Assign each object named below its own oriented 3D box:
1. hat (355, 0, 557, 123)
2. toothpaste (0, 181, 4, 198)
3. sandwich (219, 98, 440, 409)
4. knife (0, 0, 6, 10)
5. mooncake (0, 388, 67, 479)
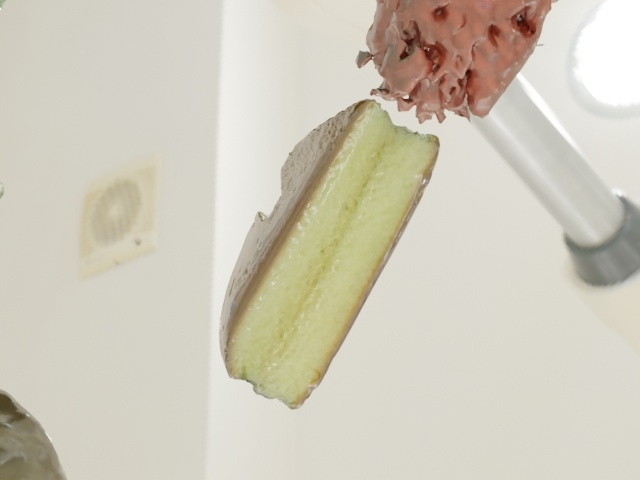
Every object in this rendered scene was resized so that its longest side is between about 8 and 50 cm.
[{"bbox_3d":[0.088,-0.168,0.588,0.237,0.107,0.286,119,-11,-57],"label":"hat"},{"bbox_3d":[-0.415,-0.049,1.522,0.197,0.048,0.029,-12,-109,54],"label":"toothpaste"},{"bbox_3d":[0.000,0.000,0.941,0.244,0.090,0.088,-61,-162,22],"label":"sandwich"},{"bbox_3d":[-0.446,-0.314,1.713,0.293,0.043,0.020,-61,180,-35],"label":"knife"},{"bbox_3d":[-0.326,0.244,0.948,0.290,0.161,0.290,-9,-105,36],"label":"mooncake"}]
